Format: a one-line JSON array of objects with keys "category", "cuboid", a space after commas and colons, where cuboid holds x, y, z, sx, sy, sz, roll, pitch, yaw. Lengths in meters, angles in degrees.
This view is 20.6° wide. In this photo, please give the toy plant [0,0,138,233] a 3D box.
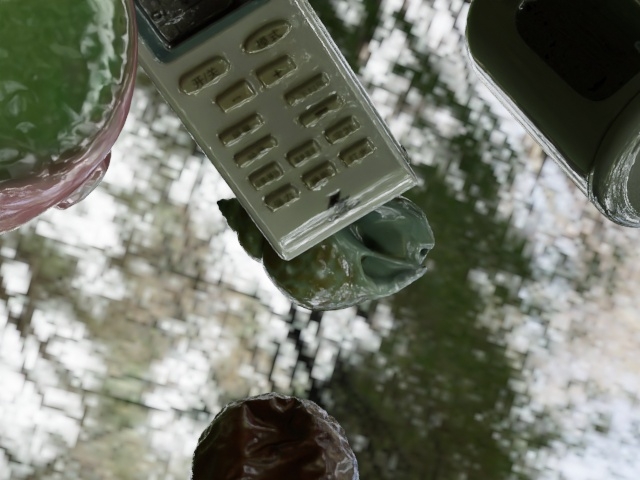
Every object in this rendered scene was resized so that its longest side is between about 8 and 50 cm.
[{"category": "toy plant", "cuboid": [-0.261, -0.066, 0.978, 0.356, 0.210, 0.317, -5, -122, 51]}]

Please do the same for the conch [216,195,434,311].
[{"category": "conch", "cuboid": [0.011, 0.005, 1.569, 0.173, 0.116, 0.106, -19, -141, -2]}]

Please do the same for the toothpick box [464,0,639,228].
[{"category": "toothpick box", "cuboid": [0.278, -0.175, 1.768, 0.229, 0.229, 0.316, -57, -131, 22]}]

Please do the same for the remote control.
[{"category": "remote control", "cuboid": [-0.049, -0.113, 1.057, 0.103, 0.277, 0.055, -30, -145, 7]}]

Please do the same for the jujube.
[{"category": "jujube", "cuboid": [-0.048, 0.328, 2.096, 0.342, 0.216, 0.216, 79, 2, -52]}]
